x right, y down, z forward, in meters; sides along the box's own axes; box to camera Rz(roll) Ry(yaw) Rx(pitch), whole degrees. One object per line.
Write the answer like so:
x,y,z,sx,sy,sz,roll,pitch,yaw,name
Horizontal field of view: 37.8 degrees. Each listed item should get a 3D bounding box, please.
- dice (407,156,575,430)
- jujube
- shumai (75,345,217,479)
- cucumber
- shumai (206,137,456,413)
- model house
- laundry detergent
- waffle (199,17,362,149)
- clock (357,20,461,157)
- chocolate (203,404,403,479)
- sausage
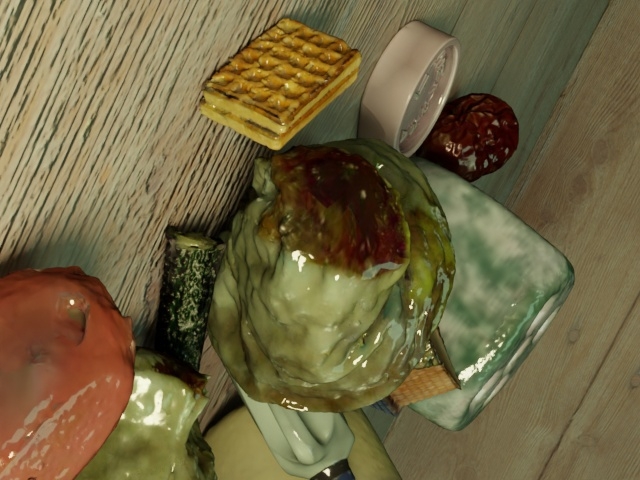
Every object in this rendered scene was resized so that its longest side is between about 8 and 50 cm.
0.190,0.086,1.514,0.330,0.328,0.348,-53,160,3,dice
0.265,-0.178,1.692,0.230,0.155,0.155,-38,152,-48,jujube
-0.197,0.231,0.892,0.260,0.225,0.221,-110,-158,-58,shumai
-0.152,0.082,1.031,0.067,0.067,0.245,-43,157,-47,cucumber
-0.021,0.014,0.965,0.304,0.309,0.263,-18,159,9,shumai
0.073,0.137,1.276,0.172,0.182,0.166,-23,150,11,model house
-0.036,0.213,1.188,0.105,0.280,0.215,-29,161,0,laundry detergent
-0.037,-0.157,0.915,0.148,0.102,0.042,-48,154,-37,waffle
0.131,-0.219,1.371,0.197,0.068,0.197,-53,161,-27,clock
-0.028,0.354,1.388,0.326,0.297,0.314,-23,150,15,chocolate
-0.249,0.138,0.688,0.279,0.152,0.152,-51,161,-23,sausage
